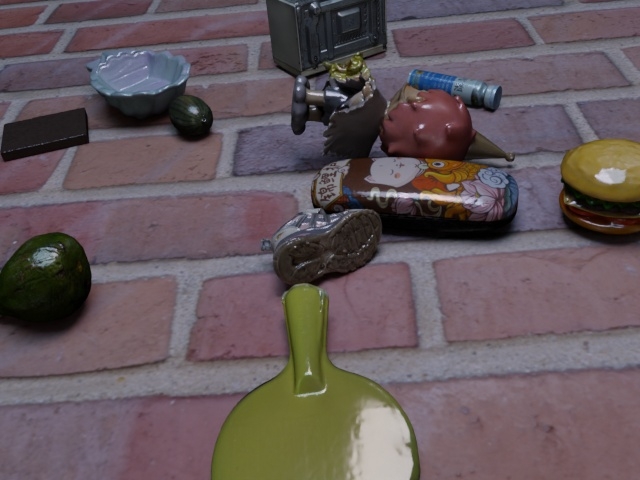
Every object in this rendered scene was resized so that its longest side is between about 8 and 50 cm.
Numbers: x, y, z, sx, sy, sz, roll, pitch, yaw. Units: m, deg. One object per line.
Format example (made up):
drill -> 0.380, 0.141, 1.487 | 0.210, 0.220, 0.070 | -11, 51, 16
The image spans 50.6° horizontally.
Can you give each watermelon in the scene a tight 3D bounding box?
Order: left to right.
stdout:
watermelon -> -0.256, -0.247, 1.345 | 0.078, 0.078, 0.111 | -27, 44, -24

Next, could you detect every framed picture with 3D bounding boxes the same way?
framed picture -> -0.568, -0.221, 1.400 | 0.169, 0.023, 0.128 | -15, 40, -10

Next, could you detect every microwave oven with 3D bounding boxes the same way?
microwave oven -> 0.019, -0.498, 1.529 | 0.241, 0.193, 0.145 | -24, 43, -24

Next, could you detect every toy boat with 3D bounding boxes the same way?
toy boat -> -0.390, -0.336, 1.456 | 0.199, 0.100, 0.290 | -30, 45, -27

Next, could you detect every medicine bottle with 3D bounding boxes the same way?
medicine bottle -> 0.265, -0.304, 1.358 | 0.191, 0.051, 0.051 | 20, 45, 30

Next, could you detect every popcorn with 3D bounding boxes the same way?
popcorn -> 0.059, -0.337, 1.407 | 0.109, 0.089, 0.097 | 31, 63, 33

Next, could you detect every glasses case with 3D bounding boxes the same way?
glasses case -> 0.143, -0.073, 1.061 | 0.321, 0.082, 0.122 | 4, 42, 14

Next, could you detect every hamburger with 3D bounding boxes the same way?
hamburger -> 0.430, -0.081, 1.001 | 0.162, 0.115, 0.162 | -3, 36, 2

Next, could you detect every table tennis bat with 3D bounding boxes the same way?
table tennis bat -> -0.012, 0.193, 0.782 | 0.224, 0.054, 0.368 | -8, 43, 1

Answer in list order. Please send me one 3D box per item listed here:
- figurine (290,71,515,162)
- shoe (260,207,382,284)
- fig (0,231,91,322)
figurine -> 0.142, -0.200, 1.141 | 0.387, 0.207, 0.166 | 9, 60, 4
shoe -> 0.000, 0.000, 0.997 | 0.180, 0.089, 0.092 | -21, 29, -21
fig -> -0.405, 0.058, 0.955 | 0.156, 0.123, 0.123 | -13, 37, 11
